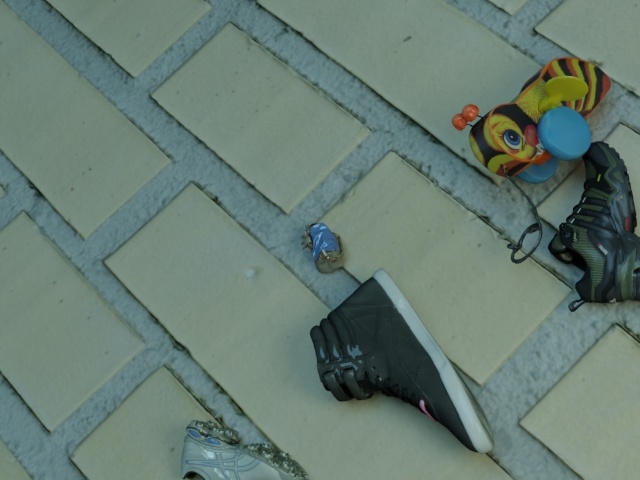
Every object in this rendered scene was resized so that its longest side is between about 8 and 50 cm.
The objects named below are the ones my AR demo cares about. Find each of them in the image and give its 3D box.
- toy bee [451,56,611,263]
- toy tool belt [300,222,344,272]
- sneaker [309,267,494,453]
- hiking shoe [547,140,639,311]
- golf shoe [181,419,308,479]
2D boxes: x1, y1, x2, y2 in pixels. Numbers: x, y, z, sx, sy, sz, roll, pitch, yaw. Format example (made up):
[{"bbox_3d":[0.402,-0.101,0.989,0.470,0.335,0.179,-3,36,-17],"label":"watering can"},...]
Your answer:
[{"bbox_3d":[0.257,-0.144,1.610,0.195,0.162,0.298,-47,11,36],"label":"toy bee"},{"bbox_3d":[0.000,0.000,1.713,0.052,0.051,0.083,-27,55,3],"label":"toy tool belt"},{"bbox_3d":[0.089,0.175,1.550,0.147,0.104,0.295,-35,49,0],"label":"sneaker"},{"bbox_3d":[0.333,-0.023,1.583,0.114,0.086,0.227,-12,57,12],"label":"hiking shoe"},{"bbox_3d":[-0.097,0.286,1.583,0.176,0.069,0.086,17,88,31],"label":"golf shoe"}]
